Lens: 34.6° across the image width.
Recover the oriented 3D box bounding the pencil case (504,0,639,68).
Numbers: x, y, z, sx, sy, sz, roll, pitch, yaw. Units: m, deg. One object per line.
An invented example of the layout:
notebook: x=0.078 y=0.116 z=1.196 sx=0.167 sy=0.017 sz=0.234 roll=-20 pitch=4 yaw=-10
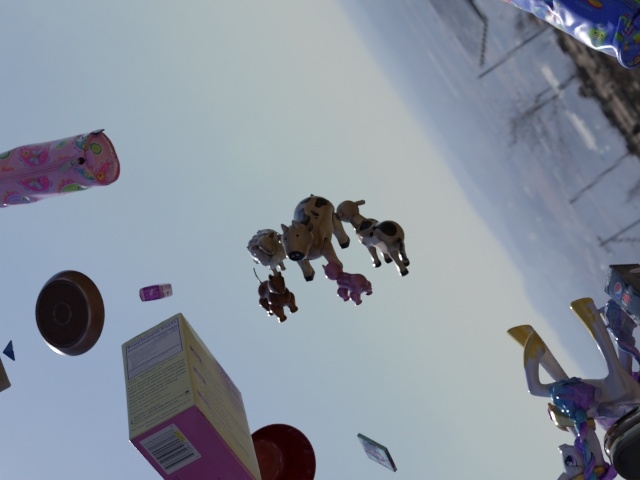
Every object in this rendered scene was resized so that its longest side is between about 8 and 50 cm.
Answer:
pencil case: x=0.416 y=-0.400 z=1.690 sx=0.306 sy=0.119 sz=0.133 roll=37 pitch=-179 yaw=29

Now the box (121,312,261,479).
box: x=-0.208 y=0.279 z=1.643 sx=0.213 sy=0.117 sz=0.243 roll=58 pitch=-174 yaw=-33

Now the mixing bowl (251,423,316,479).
mixing bowl: x=-0.110 y=0.474 z=2.170 sx=0.181 sy=0.181 sz=0.098 roll=55 pitch=158 yaw=-10

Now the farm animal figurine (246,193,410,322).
farm animal figurine: x=0.000 y=0.000 z=2.108 sx=0.327 sy=0.330 sz=0.172 roll=-104 pitch=-10 yaw=-62

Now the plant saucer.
plant saucer: x=-0.491 y=0.141 z=1.982 sx=0.168 sy=0.168 sz=0.029 roll=58 pitch=-157 yaw=13

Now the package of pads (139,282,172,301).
package of pads: x=-0.334 y=0.105 z=2.090 sx=0.083 sy=0.050 sz=0.032 roll=-11 pitch=-89 yaw=-85

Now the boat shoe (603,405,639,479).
boat shoe: x=0.587 y=0.262 z=1.630 sx=0.111 sy=0.307 sz=0.104 roll=59 pitch=-169 yaw=-15

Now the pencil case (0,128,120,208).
pencil case: x=-0.551 y=-0.145 z=2.093 sx=0.124 sy=0.284 sz=0.124 roll=-9 pitch=-90 yaw=-69

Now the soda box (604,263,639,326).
soda box: x=0.537 y=0.094 z=1.716 sx=0.169 sy=0.060 sz=0.053 roll=-111 pitch=21 yaw=-66

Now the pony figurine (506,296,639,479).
pony figurine: x=0.538 y=0.287 z=1.869 sx=0.303 sy=0.351 sz=0.363 roll=68 pitch=-171 yaw=-65

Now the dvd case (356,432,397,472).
dvd case: x=0.140 y=0.524 z=2.535 sx=0.087 sy=0.013 sz=0.119 roll=23 pitch=154 yaw=32

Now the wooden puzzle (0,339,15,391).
wooden puzzle: x=-0.496 y=0.196 z=1.512 sx=0.014 sy=0.116 sz=0.078 roll=24 pitch=-134 yaw=-78
